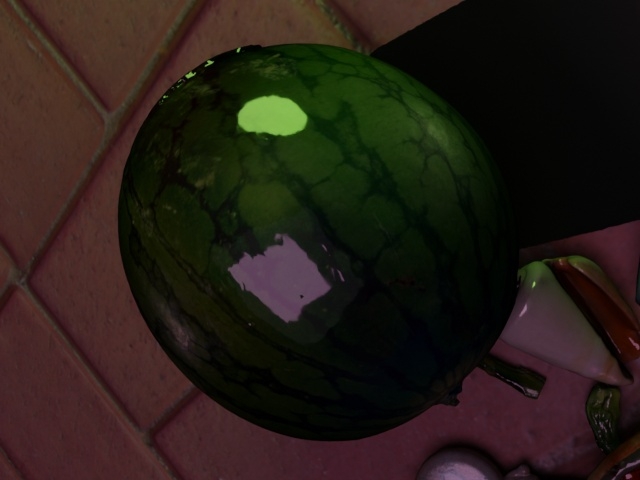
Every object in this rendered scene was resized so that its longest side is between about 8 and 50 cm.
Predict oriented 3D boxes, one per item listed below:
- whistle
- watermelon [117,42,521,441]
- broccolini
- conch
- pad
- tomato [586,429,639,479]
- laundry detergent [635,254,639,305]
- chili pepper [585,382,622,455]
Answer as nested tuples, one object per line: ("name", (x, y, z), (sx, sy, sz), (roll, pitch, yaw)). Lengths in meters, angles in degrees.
("whistle", (0.198, 0.282, 0.719), (0.220, 0.057, 0.107), (-8, 86, 24))
("watermelon", (0.000, 0.000, 0.578), (0.363, 0.363, 0.363), (8, 107, 25))
("broccolini", (0.116, 0.119, 0.717), (0.254, 0.057, 0.071), (22, 156, 24))
("conch", (0.238, 0.077, 0.620), (0.176, 0.094, 0.104), (34, 77, 10))
("pad", (0.214, -0.161, 0.605), (0.375, 0.063, 0.315), (-17, 97, 40))
("tomato", (0.325, 0.232, 0.615), (0.174, 0.082, 0.166), (-27, 105, 17))
("laundry detergent", (0.383, 0.027, 0.548), (0.206, 0.061, 0.097), (6, 98, 25))
("chili pepper", (0.291, 0.184, 0.657), (0.034, 0.030, 0.091), (-12, 101, 4))
